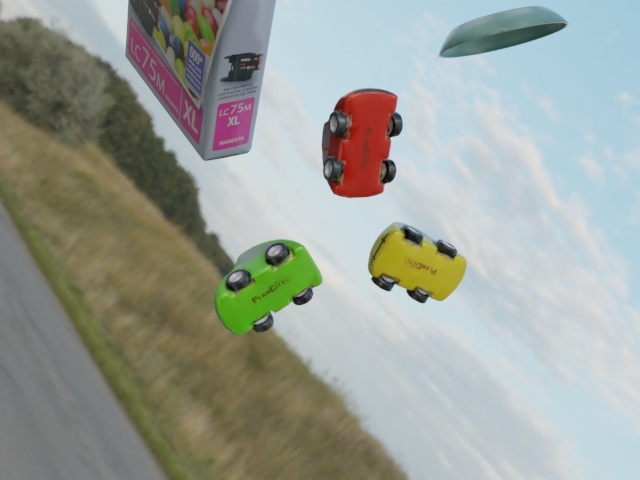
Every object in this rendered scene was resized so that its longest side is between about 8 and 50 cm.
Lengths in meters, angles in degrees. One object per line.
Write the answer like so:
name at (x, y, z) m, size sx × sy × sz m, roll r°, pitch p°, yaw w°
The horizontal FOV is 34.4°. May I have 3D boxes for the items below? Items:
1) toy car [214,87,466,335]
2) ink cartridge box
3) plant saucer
toy car at (0.000, 0.000, 0.921) m, size 0.239 × 0.225 × 0.053 m, roll 62°, pitch -7°, yaw -34°
ink cartridge box at (-0.107, -0.248, 0.925) m, size 0.186 × 0.065 × 0.311 m, roll 51°, pitch -38°, yaw 33°
plant saucer at (0.164, -0.191, 0.938) m, size 0.119 × 0.119 × 0.021 m, roll 173°, pitch -95°, yaw -82°
